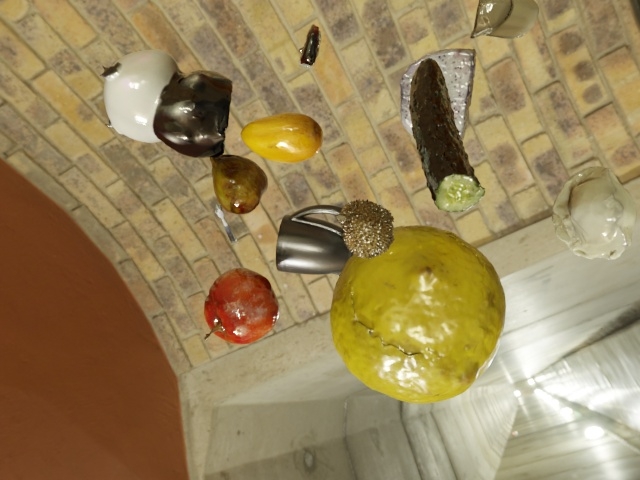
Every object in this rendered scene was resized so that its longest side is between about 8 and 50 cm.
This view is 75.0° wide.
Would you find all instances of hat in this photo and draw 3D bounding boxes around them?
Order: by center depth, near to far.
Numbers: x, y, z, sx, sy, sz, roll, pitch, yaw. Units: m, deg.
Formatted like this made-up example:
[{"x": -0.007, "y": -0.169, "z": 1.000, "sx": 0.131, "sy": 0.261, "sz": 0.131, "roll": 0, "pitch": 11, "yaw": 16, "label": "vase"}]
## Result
[{"x": 0.469, "y": -0.577, "z": 1.040, "sx": 0.085, "sy": 0.175, "sz": 0.147, "roll": -97, "pitch": 15, "yaw": -68, "label": "hat"}]

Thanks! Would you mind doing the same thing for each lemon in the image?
[{"x": 0.191, "y": 0.152, "z": 0.850, "sx": 0.387, "sy": 0.349, "sz": 0.350, "roll": 79, "pitch": 174, "yaw": -61, "label": "lemon"}]

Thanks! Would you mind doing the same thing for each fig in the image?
[{"x": -0.282, "y": -0.226, "z": 1.332, "sx": 0.191, "sy": 0.190, "sz": 0.291, "roll": -88, "pitch": -19, "yaw": -60, "label": "fig"}]

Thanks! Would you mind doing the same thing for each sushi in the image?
[{"x": -0.024, "y": -0.403, "z": 0.865, "sx": 0.046, "sy": 0.044, "sz": 0.083, "roll": -83, "pitch": 8, "yaw": -77, "label": "sushi"}]

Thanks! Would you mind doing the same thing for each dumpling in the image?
[{"x": 0.716, "y": -0.072, "z": 1.105, "sx": 0.146, "sy": 0.193, "sz": 0.258, "roll": 10, "pitch": -105, "yaw": -33, "label": "dumpling"}]

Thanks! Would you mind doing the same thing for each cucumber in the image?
[{"x": 0.190, "y": -0.185, "z": 0.684, "sx": 0.072, "sy": 0.081, "sz": 0.304, "roll": 27, "pitch": -134, "yaw": -41, "label": "cucumber"}]

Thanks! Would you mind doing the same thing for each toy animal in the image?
[{"x": -0.391, "y": -0.350, "z": 1.077, "sx": 0.251, "sy": 0.309, "sz": 0.251, "roll": -173, "pitch": 90, "yaw": -76, "label": "toy animal"}]

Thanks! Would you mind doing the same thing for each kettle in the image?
[{"x": 0.000, "y": 0.000, "z": 1.493, "sx": 0.207, "sy": 0.290, "sz": 0.269, "roll": -65, "pitch": -18, "yaw": -66, "label": "kettle"}]

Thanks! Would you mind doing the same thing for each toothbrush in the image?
[{"x": -0.291, "y": -0.044, "z": 1.295, "sx": 0.288, "sy": 0.024, "sz": 0.026, "roll": 94, "pitch": 162, "yaw": -70, "label": "toothbrush"}]

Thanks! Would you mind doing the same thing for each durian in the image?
[{"x": 0.058, "y": -0.017, "z": 0.563, "sx": 0.091, "sy": 0.080, "sz": 0.080, "roll": 14, "pitch": -137, "yaw": -28, "label": "durian"}]

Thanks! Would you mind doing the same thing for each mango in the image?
[{"x": -0.102, "y": -0.274, "z": 1.109, "sx": 0.145, "sy": 0.219, "sz": 0.113, "roll": 91, "pitch": -178, "yaw": -58, "label": "mango"}]

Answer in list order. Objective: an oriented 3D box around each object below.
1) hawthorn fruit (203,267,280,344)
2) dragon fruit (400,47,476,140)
[{"x": -0.266, "y": 0.227, "z": 1.300, "sx": 0.242, "sy": 0.241, "sz": 0.272, "roll": 59, "pitch": -140, "yaw": -18, "label": "hawthorn fruit"}, {"x": 0.368, "y": -0.449, "z": 1.320, "sx": 0.204, "sy": 0.220, "sz": 0.283, "roll": -45, "pitch": -41, "yaw": -67, "label": "dragon fruit"}]
